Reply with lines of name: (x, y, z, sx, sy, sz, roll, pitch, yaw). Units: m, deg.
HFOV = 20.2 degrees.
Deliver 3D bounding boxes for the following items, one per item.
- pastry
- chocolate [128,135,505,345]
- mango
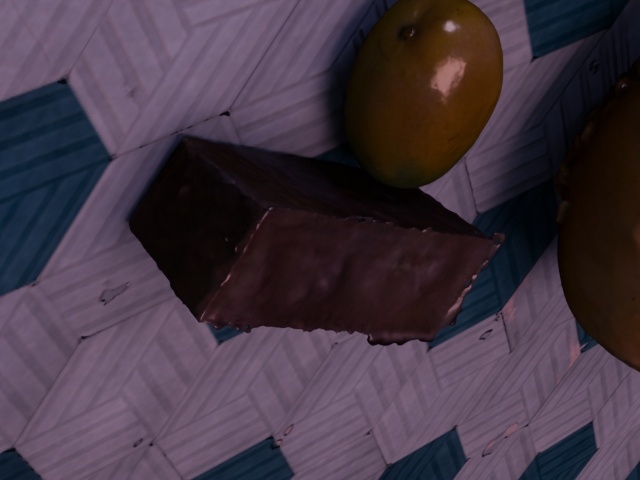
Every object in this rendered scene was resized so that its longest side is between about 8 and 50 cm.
pastry: (0.373, -0.051, 1.621, 0.410, 0.245, 0.409, -32, 151, -20)
chocolate: (0.000, 0.000, 1.331, 0.321, 0.112, 0.112, 7, 121, -55)
mango: (0.076, -0.104, 1.327, 0.130, 0.092, 0.194, -43, 161, -11)
